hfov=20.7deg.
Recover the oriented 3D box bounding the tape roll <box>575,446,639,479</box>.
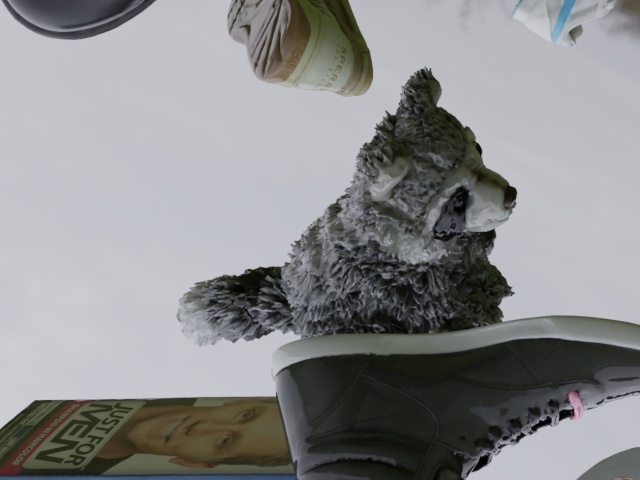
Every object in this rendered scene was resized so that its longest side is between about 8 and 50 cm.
[{"bbox_3d":[0.381,0.368,2.238,0.072,0.219,0.219,46,-169,-17],"label":"tape roll"}]

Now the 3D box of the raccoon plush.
[{"bbox_3d":[0.000,0.000,1.848,0.216,0.446,0.299,-87,-23,-46],"label":"raccoon plush"}]

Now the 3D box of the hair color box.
[{"bbox_3d":[-0.130,0.216,1.565,0.347,0.105,0.174,-2,-162,18],"label":"hair color box"}]

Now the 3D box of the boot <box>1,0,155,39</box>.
[{"bbox_3d":[-0.134,-0.232,1.142,0.131,0.348,0.260,48,-152,-6],"label":"boot"}]

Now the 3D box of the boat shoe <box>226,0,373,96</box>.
[{"bbox_3d":[-0.020,-0.201,1.591,0.089,0.104,0.285,21,-155,-19],"label":"boat shoe"}]

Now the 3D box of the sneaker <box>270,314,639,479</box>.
[{"bbox_3d":[0.113,0.137,1.210,0.296,0.147,0.104,-5,155,7],"label":"sneaker"}]

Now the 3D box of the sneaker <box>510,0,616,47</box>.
[{"bbox_3d":[0.316,-0.320,2.023,0.092,0.228,0.087,34,-135,-4],"label":"sneaker"}]
